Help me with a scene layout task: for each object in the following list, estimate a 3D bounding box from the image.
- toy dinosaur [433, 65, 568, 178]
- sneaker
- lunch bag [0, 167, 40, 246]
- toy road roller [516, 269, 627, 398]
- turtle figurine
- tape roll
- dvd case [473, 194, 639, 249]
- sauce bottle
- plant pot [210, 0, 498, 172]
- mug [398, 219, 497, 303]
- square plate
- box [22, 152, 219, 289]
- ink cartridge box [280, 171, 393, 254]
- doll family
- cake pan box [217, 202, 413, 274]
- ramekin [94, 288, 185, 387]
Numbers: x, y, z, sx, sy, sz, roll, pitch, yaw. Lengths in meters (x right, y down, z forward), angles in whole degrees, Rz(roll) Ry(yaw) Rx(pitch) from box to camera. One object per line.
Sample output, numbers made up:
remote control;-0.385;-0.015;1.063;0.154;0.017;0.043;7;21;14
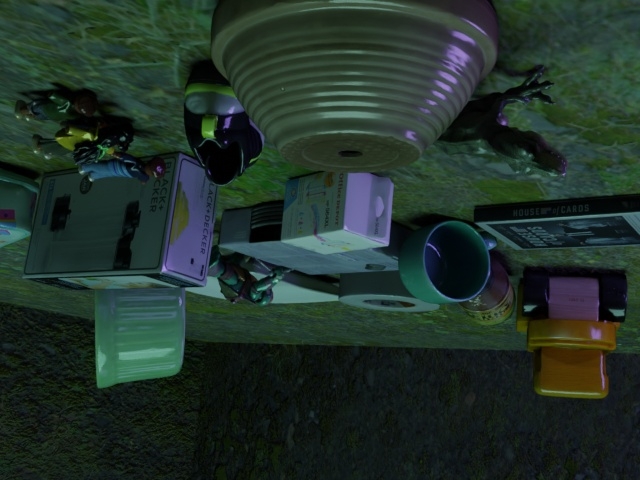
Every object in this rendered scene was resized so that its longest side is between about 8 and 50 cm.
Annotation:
toy dinosaur;0.141;-0.108;0.759;0.118;0.064;0.268;-29;-159;-23
sneaker;-0.111;-0.102;0.875;0.084;0.097;0.235;5;168;3
lunch bag;-0.566;-0.052;1.258;0.224;0.108;0.279;11;167;-38
toy road roller;0.500;0.200;1.666;0.202;0.241;0.329;2;167;13
turtle figurine;-0.141;0.062;1.525;0.175;0.118;0.234;20;171;47
tape roll;0.149;0.101;1.754;0.219;0.072;0.219;6;168;1
dvd case;0.370;-0.022;1.208;0.238;0.030;0.179;-4;164;33
sauce bottle;0.300;0.088;1.543;0.111;0.111;0.344;0;167;19
plant pot;0.026;-0.122;0.676;0.237;0.110;0.237;1;171;0
mug;0.201;0.039;1.316;0.157;0.129;0.097;12;167;-27
square plate;-0.165;0.096;1.906;0.344;0.049;0.347;-4;165;38
box;-0.283;-0.020;1.159;0.290;0.169;0.087;-2;163;35
ink cartridge box;0.028;-0.040;1.114;0.090;0.092;0.143;17;162;-40
doll family;-0.257;-0.114;0.955;0.111;0.076;0.193;-4;170;19
cake pan box;0.000;0.000;1.368;0.245;0.070;0.267;-7;163;38
ramekin;-0.329;0.111;1.490;0.148;0.303;0.303;0;169;-14
